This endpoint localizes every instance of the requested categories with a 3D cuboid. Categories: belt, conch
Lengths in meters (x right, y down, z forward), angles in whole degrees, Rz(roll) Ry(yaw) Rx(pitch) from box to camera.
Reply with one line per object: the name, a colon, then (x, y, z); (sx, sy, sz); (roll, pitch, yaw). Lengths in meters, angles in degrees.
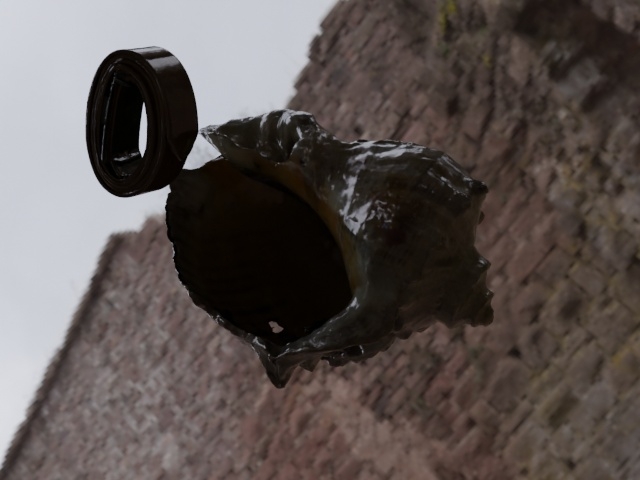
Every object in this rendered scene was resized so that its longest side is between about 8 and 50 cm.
belt: (-0.100, -0.065, 0.645); (0.036, 0.059, 0.083); (-23, -56, -60)
conch: (0.000, 0.000, 0.751); (0.178, 0.245, 0.163); (-36, -27, -38)
